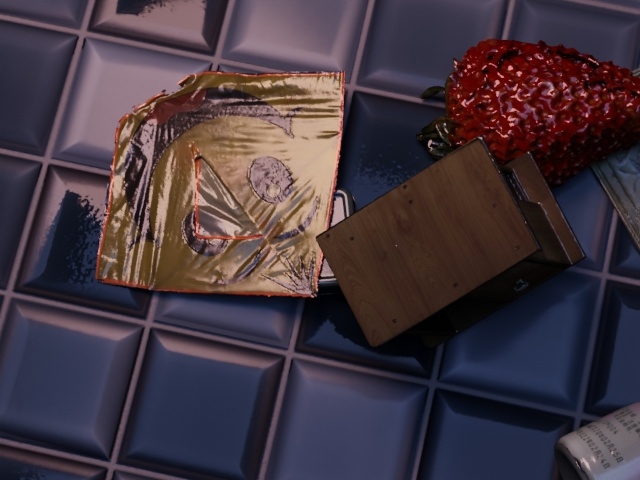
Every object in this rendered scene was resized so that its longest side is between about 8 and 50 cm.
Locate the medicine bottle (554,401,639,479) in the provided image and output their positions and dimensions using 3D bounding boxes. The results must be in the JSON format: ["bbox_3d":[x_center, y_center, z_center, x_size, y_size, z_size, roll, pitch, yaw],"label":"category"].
[{"bbox_3d":[0.352,0.239,1.708,0.168,0.135,0.135,-24,75,-5],"label":"medicine bottle"}]

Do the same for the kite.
[{"bbox_3d":[-0.101,-0.057,1.846,0.377,0.013,0.327,-37,69,-2],"label":"kite"}]

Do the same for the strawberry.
[{"bbox_3d":[0.250,-0.156,1.831,0.286,0.106,0.188,-8,77,3],"label":"strawberry"}]

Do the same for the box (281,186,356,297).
[{"bbox_3d":[0.000,0.000,1.836,0.091,0.031,0.126,-3,73,1],"label":"box"}]

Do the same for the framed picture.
[{"bbox_3d":[0.405,-0.096,1.866,0.173,0.010,0.231,-28,75,-6],"label":"framed picture"}]

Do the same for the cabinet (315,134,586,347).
[{"bbox_3d":[0.146,0.011,1.716,0.215,0.175,0.148,-32,74,19],"label":"cabinet"}]
